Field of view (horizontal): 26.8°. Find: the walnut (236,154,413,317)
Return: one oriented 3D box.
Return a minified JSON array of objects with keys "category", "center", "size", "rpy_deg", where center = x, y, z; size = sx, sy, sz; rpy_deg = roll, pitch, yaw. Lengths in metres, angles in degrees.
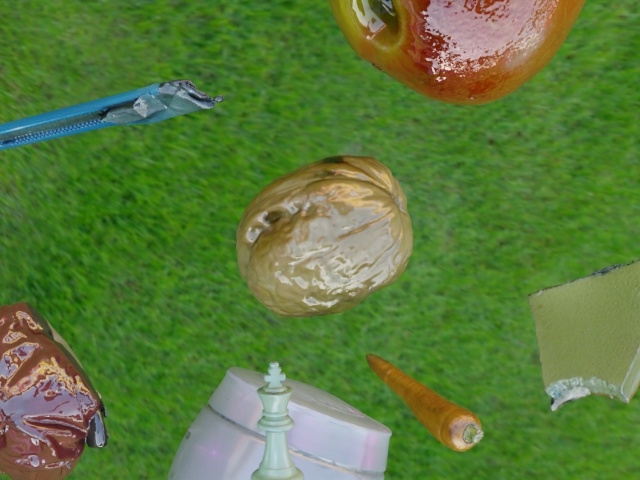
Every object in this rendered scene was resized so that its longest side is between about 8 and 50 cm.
[{"category":"walnut","center":[0.000,0.000,1.300],"size":[0.184,0.155,0.155],"rpy_deg":[-21,111,21]}]

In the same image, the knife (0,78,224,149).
[{"category":"knife","center":[-0.219,-0.114,1.272],"size":[0.044,0.297,0.026],"rpy_deg":[34,55,-48]}]

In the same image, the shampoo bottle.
[{"category":"shampoo bottle","center":[-0.056,0.312,1.723],"size":[0.273,0.273,0.266],"rpy_deg":[21,88,-23]}]

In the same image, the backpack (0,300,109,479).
[{"category":"backpack","center":[-0.349,0.196,1.589],"size":[0.139,0.229,0.229],"rpy_deg":[-23,109,-30]}]

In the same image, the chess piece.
[{"category":"chess piece","center":[-0.050,0.204,1.466],"size":[0.059,0.059,0.149],"rpy_deg":[-6,100,-20]}]

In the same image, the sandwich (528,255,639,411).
[{"category":"sandwich","center":[0.435,0.138,1.951],"size":[0.245,0.212,0.063],"rpy_deg":[-21,138,21]}]

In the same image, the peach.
[{"category":"peach","center":[0.184,-0.350,1.701],"size":[0.373,0.290,0.372],"rpy_deg":[8,74,-29]}]

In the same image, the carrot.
[{"category":"carrot","center":[0.144,0.234,1.948],"size":[0.061,0.257,0.061],"rpy_deg":[-19,122,-32]}]
